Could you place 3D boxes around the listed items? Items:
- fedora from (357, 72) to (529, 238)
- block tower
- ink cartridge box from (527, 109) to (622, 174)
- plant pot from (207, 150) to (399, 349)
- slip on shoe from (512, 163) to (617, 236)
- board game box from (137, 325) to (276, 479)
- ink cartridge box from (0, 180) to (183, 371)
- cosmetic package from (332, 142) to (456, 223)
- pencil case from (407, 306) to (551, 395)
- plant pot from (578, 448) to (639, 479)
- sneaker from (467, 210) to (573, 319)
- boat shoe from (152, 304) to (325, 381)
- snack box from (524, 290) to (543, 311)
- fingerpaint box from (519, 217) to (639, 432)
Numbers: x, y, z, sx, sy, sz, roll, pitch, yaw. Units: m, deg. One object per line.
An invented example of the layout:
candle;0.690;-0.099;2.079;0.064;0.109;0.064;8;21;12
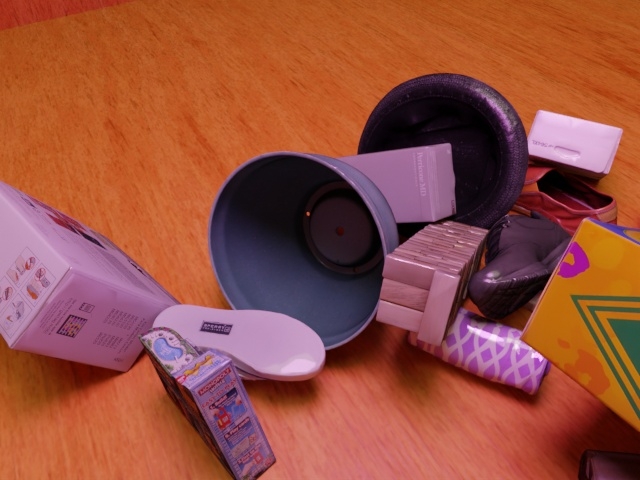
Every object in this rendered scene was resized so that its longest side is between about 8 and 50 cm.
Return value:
fedora;0.236;-0.150;0.987;0.334;0.334;0.152;32;24;31
block tower;0.173;0.041;0.766;0.097;0.091;0.335;15;16;19
ink cartridge box;0.484;-0.179;1.016;0.148;0.086;0.203;20;10;21
plant pot;0.000;0.000;0.826;0.293;0.293;0.196;19;21;22
slip on shoe;0.415;-0.106;1.008;0.123;0.101;0.331;-29;48;-22
board game box;-0.148;0.190;0.668;0.060;0.194;0.194;-34;52;-28
ink cartridge box;-0.397;0.061;0.832;0.309;0.272;0.130;33;85;32
cosmetic package;0.109;-0.094;0.925;0.238;0.127;0.107;-2;10;40
pencil case;0.229;0.151;0.769;0.206;0.088;0.086;22;86;24
plant pot;0.368;0.299;0.553;0.165;0.167;0.167;4;44;18
sneaker;0.291;0.027;0.791;0.286;0.109;0.130;-14;57;-45
boat shoe;-0.117;0.163;0.769;0.267;0.088;0.096;4;48;15
snack box;0.411;0.066;0.883;0.064;0.022;0.178;31;53;32
fingerpaint box;0.503;0.142;0.533;0.445;0.163;0.371;4;25;-34
